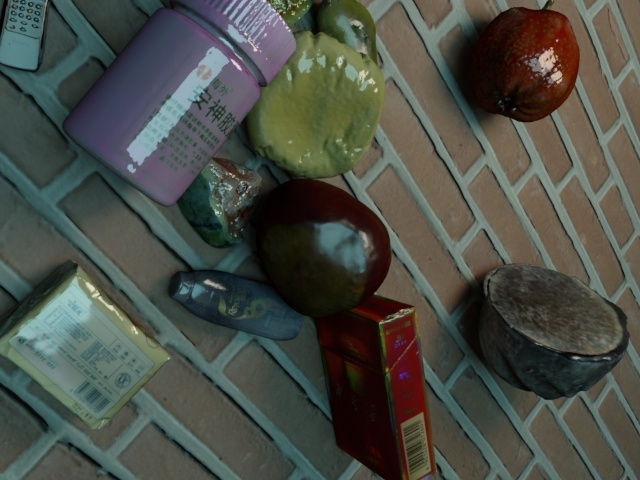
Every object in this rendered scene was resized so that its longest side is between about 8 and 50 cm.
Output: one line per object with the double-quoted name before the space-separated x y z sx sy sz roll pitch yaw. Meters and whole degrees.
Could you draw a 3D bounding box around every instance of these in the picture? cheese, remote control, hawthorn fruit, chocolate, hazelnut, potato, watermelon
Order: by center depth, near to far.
"remote control" -0.381 -0.329 0.801 0.059 0.028 0.211 9 92 -29
"watermelon" -0.150 -0.083 0.960 0.139 0.071 0.187 -31 112 -29
"cheese" -0.014 -0.208 0.971 0.214 0.117 0.225 18 111 -21
"hazelnut" 0.000 0.000 0.993 0.230 0.230 0.229 -5 100 -31
"potato" 0.051 -0.321 1.039 0.105 0.085 0.187 -18 112 -23
"hawthorn fruit" 0.402 -0.358 1.185 0.205 0.205 0.253 39 71 -30
"chocolate" 0.453 0.213 1.277 0.304 0.303 0.212 -11 129 -30

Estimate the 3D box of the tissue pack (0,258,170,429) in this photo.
"tissue pack" -0.335 0.145 0.862 0.148 0.092 0.196 -45 119 -18

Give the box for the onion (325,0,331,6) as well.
"onion" 0.097 -0.562 0.955 0.256 0.273 0.230 61 27 -21

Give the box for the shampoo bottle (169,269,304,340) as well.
"shampoo bottle" -0.132 0.103 1.006 0.234 0.049 0.086 22 83 -32

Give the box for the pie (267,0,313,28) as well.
"pie" -0.109 -0.423 0.940 0.241 0.054 0.240 -5 99 -32

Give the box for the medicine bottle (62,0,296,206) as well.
"medicine bottle" -0.185 -0.206 0.828 0.178 0.178 0.290 41 85 -30

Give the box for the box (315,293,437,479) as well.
"box" 0.093 0.252 1.081 0.089 0.197 0.313 -17 105 -29
